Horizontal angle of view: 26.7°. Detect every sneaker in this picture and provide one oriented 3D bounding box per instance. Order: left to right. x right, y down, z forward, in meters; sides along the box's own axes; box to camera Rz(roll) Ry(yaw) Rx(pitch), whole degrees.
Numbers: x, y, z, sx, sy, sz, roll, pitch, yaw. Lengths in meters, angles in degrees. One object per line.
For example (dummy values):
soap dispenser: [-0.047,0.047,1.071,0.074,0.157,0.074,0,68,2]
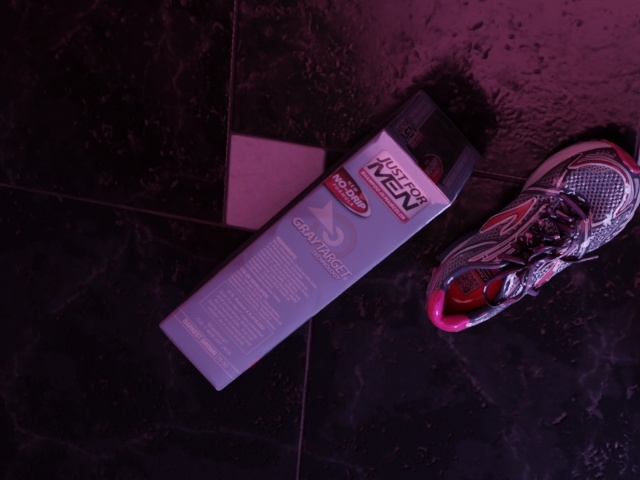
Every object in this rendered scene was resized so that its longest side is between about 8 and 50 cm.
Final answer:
sneaker: [0.244,0.006,1.535,0.121,0.112,0.299,45,116,-3]

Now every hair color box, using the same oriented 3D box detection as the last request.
hair color box: [0.000,0.000,1.567,0.374,0.185,0.113,-41,94,26]
